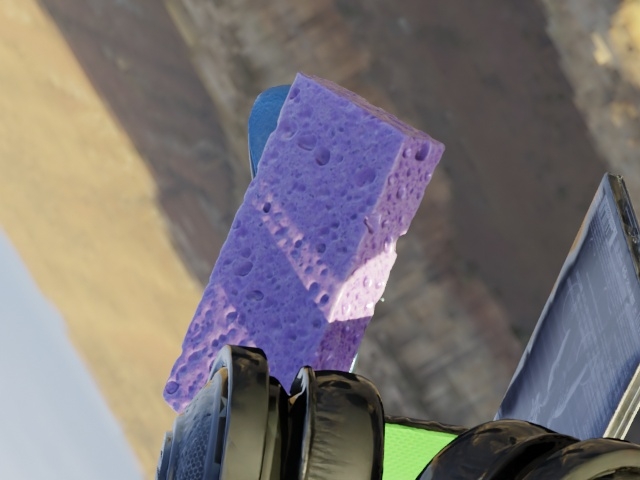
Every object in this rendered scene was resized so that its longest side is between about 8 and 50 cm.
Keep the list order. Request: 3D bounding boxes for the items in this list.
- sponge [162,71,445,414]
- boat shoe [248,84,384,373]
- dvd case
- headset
[{"bbox_3d":[-0.014,0.021,1.053,0.031,0.210,0.117,15,-169,-38],"label":"sponge"},{"bbox_3d":[0.000,0.000,1.567,0.089,0.109,0.258,-35,-56,-79],"label":"boat shoe"},{"bbox_3d":[0.155,0.093,1.167,0.164,0.018,0.221,-95,21,-55],"label":"dvd case"},{"bbox_3d":[0.025,0.151,0.780,0.394,0.243,0.185,3,-81,-68],"label":"headset"}]
